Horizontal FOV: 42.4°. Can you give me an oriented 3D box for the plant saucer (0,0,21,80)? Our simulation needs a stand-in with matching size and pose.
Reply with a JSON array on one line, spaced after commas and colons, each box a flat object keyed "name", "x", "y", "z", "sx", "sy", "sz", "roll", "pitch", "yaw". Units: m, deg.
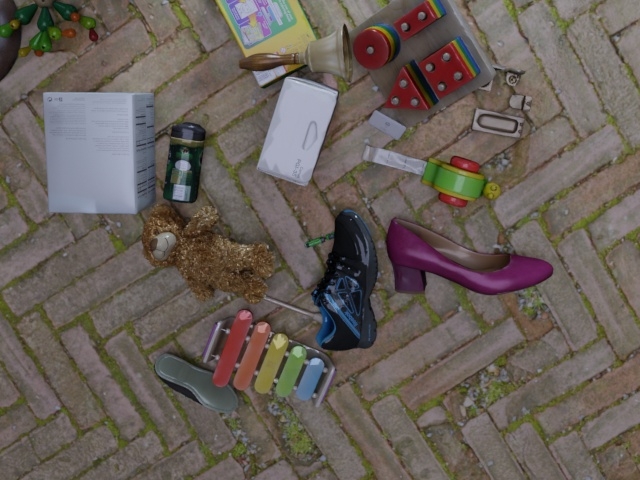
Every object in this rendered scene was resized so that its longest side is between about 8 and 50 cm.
[{"name": "plant saucer", "x": -0.853, "y": -0.492, "z": 1.908, "sx": 0.311, "sy": 0.050, "sz": 0.310, "roll": 0, "pitch": 100, "yaw": 2}]

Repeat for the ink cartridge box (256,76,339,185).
[{"name": "ink cartridge box", "x": -0.043, "y": -0.246, "z": 1.799, "sx": 0.117, "sy": 0.283, "sz": 0.207, "roll": 19, "pitch": 101, "yaw": -1}]

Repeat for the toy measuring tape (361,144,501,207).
[{"name": "toy measuring tape", "x": 0.257, "y": -0.153, "z": 1.891, "sx": 0.330, "sy": 0.121, "sz": 0.121, "roll": 17, "pitch": 101, "yaw": -1}]

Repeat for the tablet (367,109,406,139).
[{"name": "tablet", "x": 0.153, "y": -0.266, "z": 1.909, "sx": 0.083, "sy": 0.054, "sz": 0.006, "roll": 29, "pitch": 58, "yaw": -3}]

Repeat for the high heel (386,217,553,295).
[{"name": "high heel", "x": 0.343, "y": 0.027, "z": 1.909, "sx": 0.378, "sy": 0.127, "sz": 0.181, "roll": -5, "pitch": 111, "yaw": 7}]

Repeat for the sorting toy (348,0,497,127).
[{"name": "sorting toy", "x": 0.203, "y": -0.396, "z": 1.797, "sx": 0.256, "sy": 0.089, "sz": 0.257, "roll": -27, "pitch": 100, "yaw": 40}]

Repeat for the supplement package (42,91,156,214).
[{"name": "supplement package", "x": -0.492, "y": -0.203, "z": 1.870, "sx": 0.200, "sy": 0.198, "sz": 0.262, "roll": 1, "pitch": 100, "yaw": 2}]

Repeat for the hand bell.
[{"name": "hand bell", "x": -0.059, "y": -0.393, "z": 1.793, "sx": 0.242, "sy": 0.126, "sz": 0.126, "roll": -5, "pitch": 101, "yaw": 11}]

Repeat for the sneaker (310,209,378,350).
[{"name": "sneaker", "x": 0.053, "y": 0.099, "z": 1.924, "sx": 0.140, "sy": 0.125, "sz": 0.340, "roll": -7, "pitch": 101, "yaw": -19}]

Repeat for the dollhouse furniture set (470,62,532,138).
[{"name": "dollhouse furniture set", "x": 0.403, "y": -0.312, "z": 1.849, "sx": 0.144, "sy": 0.123, "sz": 0.151, "roll": 11, "pitch": 101, "yaw": 0}]

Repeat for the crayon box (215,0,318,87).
[{"name": "crayon box", "x": -0.123, "y": -0.504, "z": 1.856, "sx": 0.165, "sy": 0.081, "sz": 0.278, "roll": -26, "pitch": 99, "yaw": 7}]

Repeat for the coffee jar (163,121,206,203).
[{"name": "coffee jar", "x": -0.316, "y": -0.183, "z": 1.919, "sx": 0.079, "sy": 0.096, "sz": 0.184, "roll": 9, "pitch": 100, "yaw": -2}]

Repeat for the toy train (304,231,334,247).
[{"name": "toy train", "x": 0.000, "y": 0.000, "z": 1.976, "sx": 0.083, "sy": 0.023, "sz": 0.017, "roll": -21, "pitch": 99, "yaw": 6}]

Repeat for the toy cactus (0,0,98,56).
[{"name": "toy cactus", "x": -0.619, "y": -0.512, "z": 1.881, "sx": 0.219, "sy": 0.112, "sz": 0.180, "roll": -7, "pitch": 82, "yaw": 6}]

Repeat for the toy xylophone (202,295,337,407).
[{"name": "toy xylophone", "x": -0.115, "y": 0.263, "z": 2.002, "sx": 0.323, "sy": 0.081, "sz": 0.236, "roll": 14, "pitch": 101, "yaw": -1}]

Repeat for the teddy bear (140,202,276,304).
[{"name": "teddy bear", "x": -0.266, "y": 0.040, "z": 1.923, "sx": 0.338, "sy": 0.113, "sz": 0.245, "roll": 35, "pitch": 131, "yaw": -7}]

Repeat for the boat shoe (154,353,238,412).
[{"name": "boat shoe", "x": -0.307, "y": 0.355, "z": 2.037, "sx": 0.228, "sy": 0.069, "sz": 0.081, "roll": 33, "pitch": 65, "yaw": -6}]
